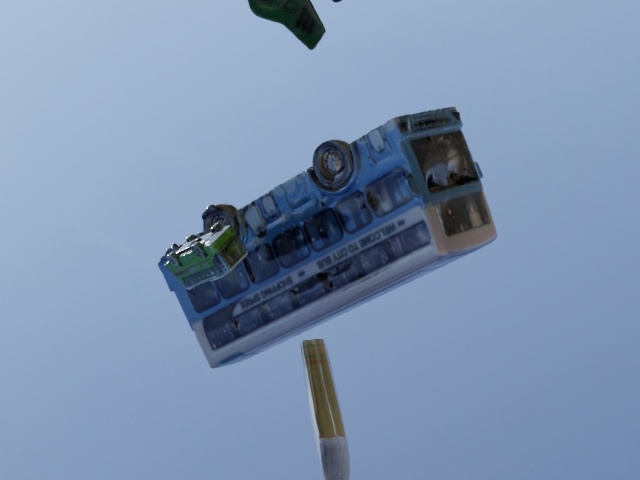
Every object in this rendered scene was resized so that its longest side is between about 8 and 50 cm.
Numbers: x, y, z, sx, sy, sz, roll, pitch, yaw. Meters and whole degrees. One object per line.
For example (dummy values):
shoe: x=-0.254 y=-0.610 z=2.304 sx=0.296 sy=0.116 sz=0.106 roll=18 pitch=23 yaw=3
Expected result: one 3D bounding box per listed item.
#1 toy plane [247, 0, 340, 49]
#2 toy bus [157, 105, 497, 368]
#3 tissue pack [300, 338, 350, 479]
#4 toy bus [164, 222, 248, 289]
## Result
toy plane: x=0.057 y=-0.367 z=1.240 sx=0.155 sy=0.106 sz=0.381 roll=43 pitch=-97 yaw=-2
toy bus: x=0.000 y=0.000 z=1.061 sx=0.106 sy=0.297 sz=0.131 roll=-16 pitch=-99 yaw=-51
tissue pack: x=0.003 y=0.128 z=0.947 sx=0.023 sy=0.056 sz=0.108 roll=-9 pitch=-141 yaw=-3
toy bus: x=-0.091 y=0.013 z=0.998 sx=0.037 sy=0.083 sz=0.031 roll=52 pitch=-123 yaw=-12
